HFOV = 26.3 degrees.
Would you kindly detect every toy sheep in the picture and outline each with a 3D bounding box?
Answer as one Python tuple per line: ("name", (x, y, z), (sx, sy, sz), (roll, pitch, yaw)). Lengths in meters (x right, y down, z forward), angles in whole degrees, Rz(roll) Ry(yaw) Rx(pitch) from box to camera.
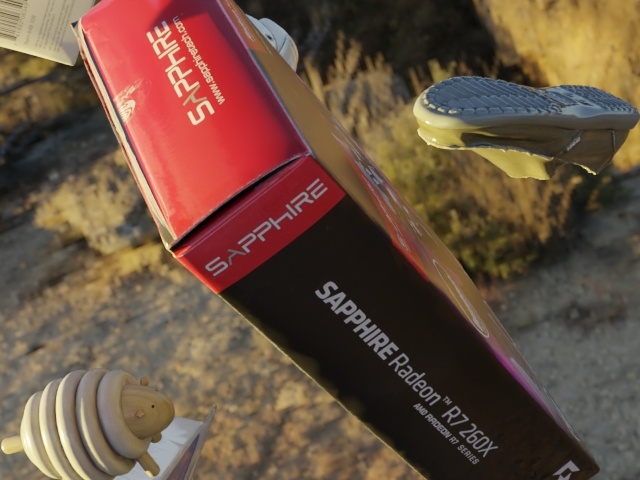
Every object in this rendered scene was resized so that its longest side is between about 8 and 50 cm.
("toy sheep", (-0.165, 0.134, 0.966), (0.132, 0.091, 0.091), (-19, 19, 11))

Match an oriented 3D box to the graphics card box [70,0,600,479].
("graphics card box", (0.017, 0.012, 0.843), (0.094, 0.371, 0.233), (-37, 42, 6))

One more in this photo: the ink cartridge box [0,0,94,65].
("ink cartridge box", (-0.379, -0.358, 1.534), (0.270, 0.198, 0.197), (14, 38, -17))

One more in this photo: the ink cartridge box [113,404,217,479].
("ink cartridge box", (-0.175, 0.255, 1.139), (0.069, 0.175, 0.371), (22, 11, 6))

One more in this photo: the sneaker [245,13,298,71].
("sneaker", (-0.059, -0.138, 1.177), (0.123, 0.106, 0.290), (-20, 41, -15))

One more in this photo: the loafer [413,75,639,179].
("loafer", (0.189, -0.092, 1.246), (0.251, 0.087, 0.094), (-1, 26, -33))
